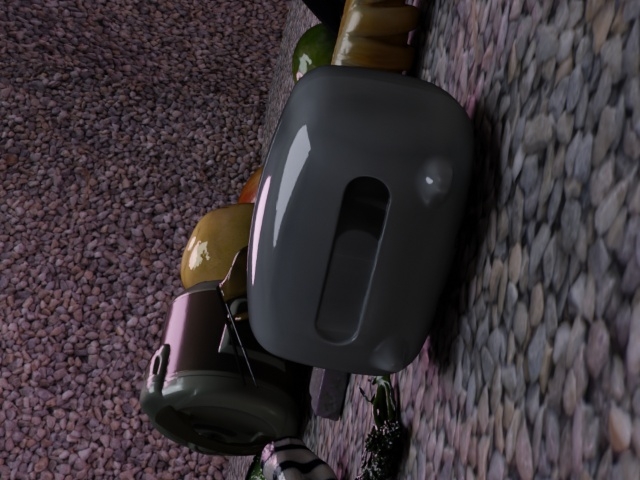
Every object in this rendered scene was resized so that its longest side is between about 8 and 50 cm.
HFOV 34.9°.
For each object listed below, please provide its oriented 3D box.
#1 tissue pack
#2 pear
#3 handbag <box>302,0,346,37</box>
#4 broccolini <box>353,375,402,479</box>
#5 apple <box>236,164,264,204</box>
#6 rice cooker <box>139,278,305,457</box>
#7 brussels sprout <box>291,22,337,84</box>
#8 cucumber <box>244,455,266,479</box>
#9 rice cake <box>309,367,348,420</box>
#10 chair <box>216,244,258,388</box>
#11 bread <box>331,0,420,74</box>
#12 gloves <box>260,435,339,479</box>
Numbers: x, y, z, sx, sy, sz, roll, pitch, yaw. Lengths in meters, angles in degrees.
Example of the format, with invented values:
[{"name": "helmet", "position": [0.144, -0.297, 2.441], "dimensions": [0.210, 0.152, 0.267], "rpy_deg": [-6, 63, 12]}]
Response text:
[{"name": "tissue pack", "position": [0.039, -0.015, 1.128], "dimensions": [0.236, 0.229, 0.333], "rpy_deg": [-95, 16, -67]}, {"name": "pear", "position": [-0.174, 0.055, 2.376], "dimensions": [0.309, 0.309, 0.309], "rpy_deg": [-171, 90, -82]}, {"name": "handbag", "position": [0.003, -0.572, 1.900], "dimensions": [0.118, 0.269, 0.326], "rpy_deg": [-17, 55, 31]}, {"name": "broccolini", "position": [0.085, 0.174, 1.276], "dimensions": [0.123, 0.062, 0.271], "rpy_deg": [150, 132, -67]}, {"name": "apple", "position": [-0.113, -0.049, 2.642], "dimensions": [0.179, 0.254, 0.346], "rpy_deg": [-27, -40, -47]}, {"name": "rice cooker", "position": [-0.191, 0.278, 2.106], "dimensions": [0.335, 0.335, 0.325], "rpy_deg": [110, 169, -55]}, {"name": "brussels sprout", "position": [0.008, -0.344, 2.040], "dimensions": [0.161, 0.144, 0.181], "rpy_deg": [-41, 60, 48]}, {"name": "cucumber", "position": [-0.107, 0.544, 2.117], "dimensions": [0.115, 0.086, 0.193], "rpy_deg": [-11, 61, 35]}, {"name": "rice cake", "position": [0.030, 0.139, 1.677], "dimensions": [0.106, 0.050, 0.298], "rpy_deg": [-110, 29, -74]}, {"name": "chair", "position": [-0.094, 0.132, 1.880], "dimensions": [0.172, 0.158, 0.247], "rpy_deg": [145, 108, -76]}, {"name": "bread", "position": [0.073, -0.243, 1.535], "dimensions": [0.173, 0.121, 0.311], "rpy_deg": [-97, 17, -74]}, {"name": "gloves", "position": [-0.015, 0.402, 1.537], "dimensions": [0.219, 0.131, 0.140], "rpy_deg": [45, 131, 41]}]
